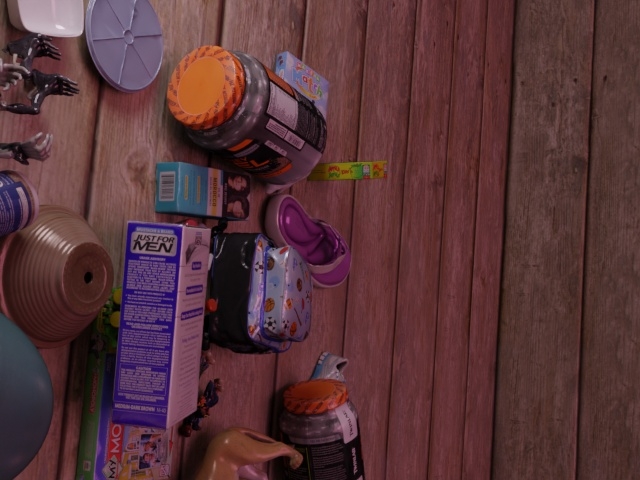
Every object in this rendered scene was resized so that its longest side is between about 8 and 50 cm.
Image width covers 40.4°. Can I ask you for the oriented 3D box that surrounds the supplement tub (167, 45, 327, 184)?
[{"bbox_3d":[-0.147,-0.255,1.784,0.338,0.207,0.207,27,67,-57],"label":"supplement tub"}]

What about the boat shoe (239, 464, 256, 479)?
[{"bbox_3d":[-0.174,0.582,1.856,0.109,0.098,0.302,43,54,-53],"label":"boat shoe"}]

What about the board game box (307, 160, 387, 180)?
[{"bbox_3d":[0.068,-0.175,2.187,0.092,0.181,0.043,-14,102,-60],"label":"board game box"}]

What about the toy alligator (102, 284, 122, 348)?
[{"bbox_3d":[-0.354,0.145,1.501,0.056,0.051,0.190,65,30,-78],"label":"toy alligator"}]

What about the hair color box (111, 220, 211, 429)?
[{"bbox_3d":[-0.272,0.139,1.507,0.185,0.110,0.339,10,86,-83],"label":"hair color box"}]

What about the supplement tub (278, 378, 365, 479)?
[{"bbox_3d":[0.004,0.504,2.076,0.193,0.193,0.316,-27,114,-57],"label":"supplement tub"}]

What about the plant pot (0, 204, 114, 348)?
[{"bbox_3d":[-0.416,0.060,1.415,0.237,0.109,0.238,-5,96,-61],"label":"plant pot"}]

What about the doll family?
[{"bbox_3d":[-0.250,0.316,1.748,0.111,0.076,0.193,-63,144,-46],"label":"doll family"}]

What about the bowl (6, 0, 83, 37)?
[{"bbox_3d":[-0.451,-0.398,1.402,0.142,0.053,0.142,-13,102,-59],"label":"bowl"}]

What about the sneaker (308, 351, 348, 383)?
[{"bbox_3d":[0.018,0.366,2.210,0.071,0.082,0.191,62,41,-43],"label":"sneaker"}]

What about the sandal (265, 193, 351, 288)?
[{"bbox_3d":[-0.002,0.015,2.147,0.416,0.102,0.170,34,62,-56],"label":"sandal"}]

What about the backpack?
[{"bbox_3d":[-0.126,0.119,1.829,0.263,0.213,0.277,57,40,-72],"label":"backpack"}]

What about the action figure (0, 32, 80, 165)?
[{"bbox_3d":[-0.471,-0.199,1.286,0.276,0.140,0.164,-60,151,-43],"label":"action figure"}]

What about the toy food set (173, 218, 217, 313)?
[{"bbox_3d":[-0.245,0.041,1.676,0.111,0.104,0.232,50,36,-37],"label":"toy food set"}]

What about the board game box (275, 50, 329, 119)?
[{"bbox_3d":[-0.049,-0.319,2.067,0.160,0.039,0.212,28,58,-44],"label":"board game box"}]

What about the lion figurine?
[{"bbox_3d":[-0.206,0.495,1.732,0.240,0.142,0.392,38,41,-7],"label":"lion figurine"}]

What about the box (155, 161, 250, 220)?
[{"bbox_3d":[-0.236,-0.096,1.777,0.244,0.060,0.101,5,87,-60],"label":"box"}]

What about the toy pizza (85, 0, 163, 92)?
[{"bbox_3d":[-0.361,-0.369,1.583,0.201,0.032,0.201,2,88,-60],"label":"toy pizza"}]

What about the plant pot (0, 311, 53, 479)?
[{"bbox_3d":[-0.488,0.210,1.131,0.235,0.292,0.293,53,45,-65],"label":"plant pot"}]

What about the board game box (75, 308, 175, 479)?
[{"bbox_3d":[-0.346,0.286,1.605,0.213,0.046,0.318,16,77,-60],"label":"board game box"}]

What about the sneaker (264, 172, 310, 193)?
[{"bbox_3d":[-0.087,-0.151,2.040,0.094,0.080,0.212,-56,172,14],"label":"sneaker"}]

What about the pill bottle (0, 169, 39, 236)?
[{"bbox_3d":[-0.505,-0.042,1.268,0.169,0.094,0.094,-30,116,-55],"label":"pill bottle"}]
